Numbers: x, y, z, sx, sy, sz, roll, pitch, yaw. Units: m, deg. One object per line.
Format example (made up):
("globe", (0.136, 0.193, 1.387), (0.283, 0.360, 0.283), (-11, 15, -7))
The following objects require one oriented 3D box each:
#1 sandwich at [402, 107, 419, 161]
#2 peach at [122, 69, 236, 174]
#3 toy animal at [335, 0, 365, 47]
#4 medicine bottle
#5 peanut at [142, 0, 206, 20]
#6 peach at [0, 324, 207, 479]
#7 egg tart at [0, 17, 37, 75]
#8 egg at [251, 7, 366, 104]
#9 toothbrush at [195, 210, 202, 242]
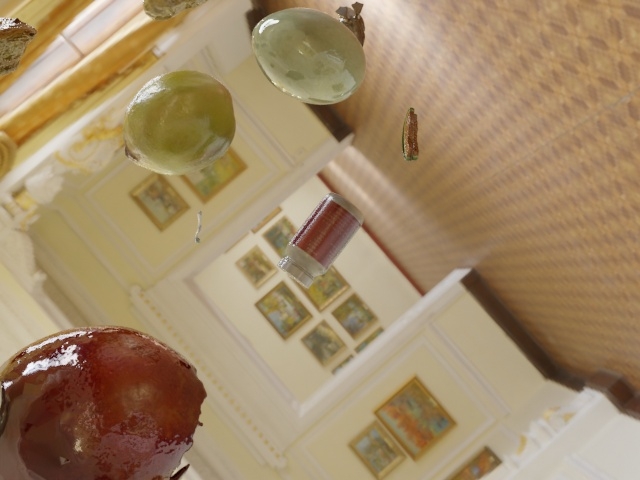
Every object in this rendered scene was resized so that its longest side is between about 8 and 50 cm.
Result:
("sandwich", (0.225, -0.260, 1.685), (0.067, 0.029, 0.135), (157, 116, -79))
("peach", (-0.401, -0.331, 1.963), (0.281, 0.316, 0.314), (53, 141, 23))
("toy animal", (0.101, -0.647, 2.127), (0.179, 0.089, 0.188), (77, -179, -68))
("medicine bottle", (0.000, 0.000, 1.834), (0.131, 0.250, 0.131), (36, 173, 5))
("peanut", (-0.355, -0.643, 1.750), (0.098, 0.230, 0.103), (34, 152, 52))
("peach", (-0.405, 0.313, 1.148), (0.310, 0.406, 0.334), (29, -127, -38))
("egg tart", (-0.907, -0.500, 1.745), (0.352, 0.152, 0.340), (15, -160, 36))
("egg", (-0.024, -0.386, 1.426), (0.253, 0.186, 0.186), (25, -178, -11))
("toothbrush", (-0.265, -0.029, 1.477), (0.013, 0.011, 0.131), (33, 149, 8))
